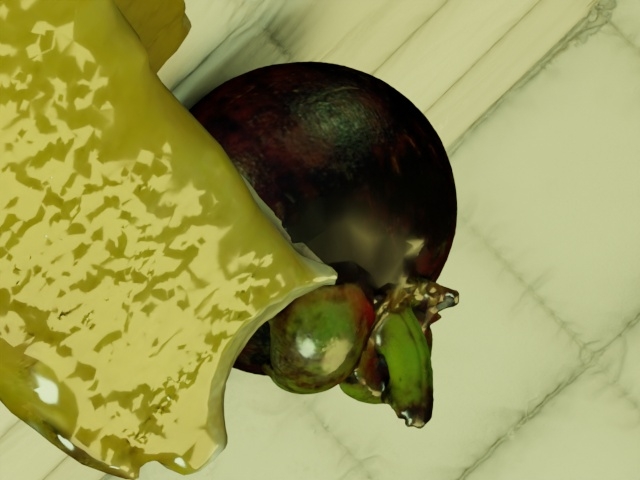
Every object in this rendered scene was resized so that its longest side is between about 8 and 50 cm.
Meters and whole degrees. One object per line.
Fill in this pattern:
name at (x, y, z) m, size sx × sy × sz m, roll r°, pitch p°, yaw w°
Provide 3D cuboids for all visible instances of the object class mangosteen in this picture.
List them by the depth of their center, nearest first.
mangosteen at (0.000, 0.000, 1.087) m, size 0.306 × 0.359 × 0.306 m, roll -22°, pitch 135°, yaw -24°

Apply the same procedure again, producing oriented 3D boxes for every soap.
soap at (-0.121, -0.081, 0.319) m, size 0.169 × 0.304 × 0.339 m, roll -45°, pitch 172°, yaw -8°
